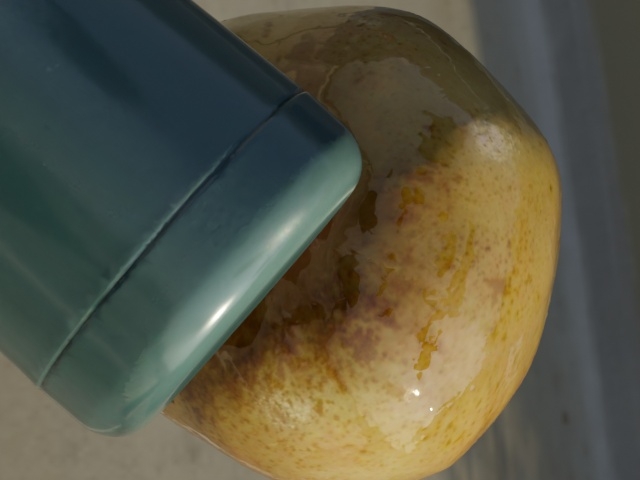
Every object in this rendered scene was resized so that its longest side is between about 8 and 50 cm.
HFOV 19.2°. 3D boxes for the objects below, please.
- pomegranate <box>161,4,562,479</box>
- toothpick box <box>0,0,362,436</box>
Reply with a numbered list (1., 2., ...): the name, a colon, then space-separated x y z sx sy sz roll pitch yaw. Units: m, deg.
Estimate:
1. pomegranate: 0.000 0.000 1.128 0.319 0.319 0.319 -7 90 -67
2. toothpick box: -0.090 -0.040 0.570 0.184 0.120 0.120 41 29 2
